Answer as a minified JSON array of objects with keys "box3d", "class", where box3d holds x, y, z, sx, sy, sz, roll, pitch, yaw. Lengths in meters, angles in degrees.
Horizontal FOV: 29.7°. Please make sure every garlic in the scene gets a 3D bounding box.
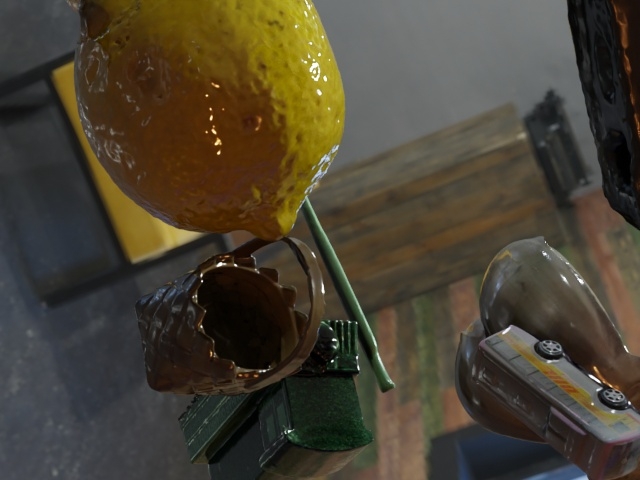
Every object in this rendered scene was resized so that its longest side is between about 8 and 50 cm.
[{"box3d":[0.253,0.117,1.258,0.237,0.210,0.292,9,29,-36],"class":"garlic"}]

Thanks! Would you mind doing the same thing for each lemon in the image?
[{"box3d":[-0.092,-0.121,1.029,0.228,0.228,0.253,-74,143,-71],"class":"lemon"}]

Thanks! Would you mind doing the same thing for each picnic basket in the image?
[{"box3d":[-0.061,0.068,1.070,0.138,0.178,0.128,7,57,-48],"class":"picnic basket"}]

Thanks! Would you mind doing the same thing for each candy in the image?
[{"box3d":[0.000,0.000,1.617,0.440,0.119,0.119,66,11,9],"class":"candy"}]

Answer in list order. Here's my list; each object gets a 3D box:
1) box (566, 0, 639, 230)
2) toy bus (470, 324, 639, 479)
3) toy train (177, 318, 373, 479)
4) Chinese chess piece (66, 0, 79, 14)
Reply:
[{"box3d":[0.339,-0.196,0.834,0.091,0.350,0.359,-125,-162,-69],"class":"box"},{"box3d":[0.211,0.142,1.067,0.172,0.072,0.057,39,-46,40],"class":"toy bus"},{"box3d":[-0.060,0.223,1.459,0.138,0.330,0.178,4,55,-28],"class":"toy train"},{"box3d":[-0.253,-0.312,1.461,0.051,0.122,0.122,114,-29,-47],"class":"Chinese chess piece"}]
